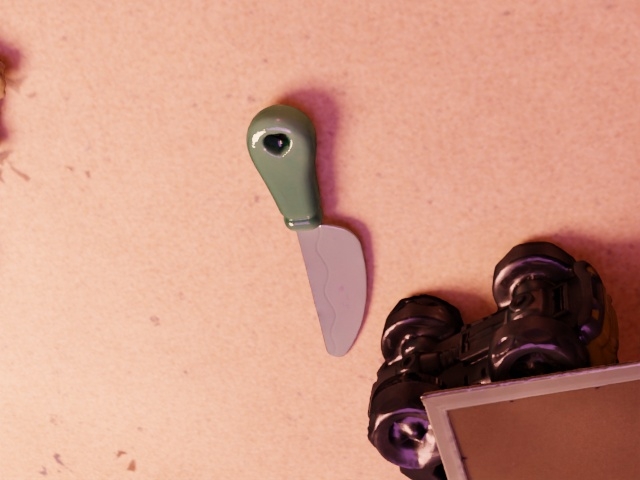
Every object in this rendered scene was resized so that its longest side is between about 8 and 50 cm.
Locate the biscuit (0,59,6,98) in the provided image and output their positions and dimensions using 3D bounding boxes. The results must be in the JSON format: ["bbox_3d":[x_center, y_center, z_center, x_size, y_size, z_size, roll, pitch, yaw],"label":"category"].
[{"bbox_3d":[-0.335,-0.171,0.876,0.176,0.031,0.228,11,123,6],"label":"biscuit"}]

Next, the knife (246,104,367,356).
[{"bbox_3d":[0.001,-0.001,0.909,0.063,0.034,0.260,-11,126,13],"label":"knife"}]

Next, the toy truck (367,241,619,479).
[{"bbox_3d":[0.150,0.120,0.878,0.224,0.147,0.165,-31,113,25],"label":"toy truck"}]

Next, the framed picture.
[{"bbox_3d":[0.230,0.171,0.803,0.275,0.017,0.217,-10,119,13],"label":"framed picture"}]
